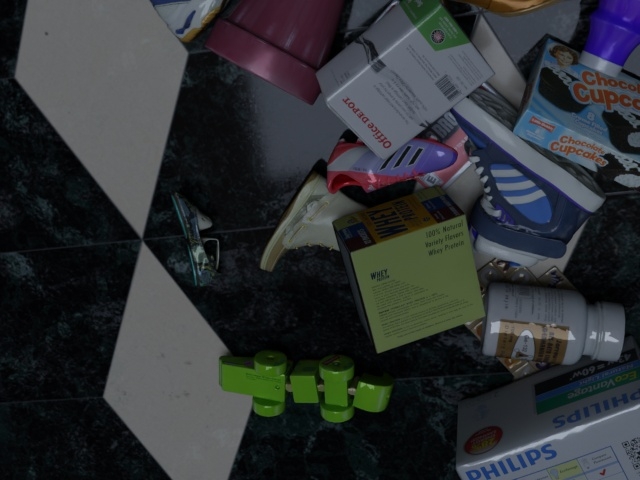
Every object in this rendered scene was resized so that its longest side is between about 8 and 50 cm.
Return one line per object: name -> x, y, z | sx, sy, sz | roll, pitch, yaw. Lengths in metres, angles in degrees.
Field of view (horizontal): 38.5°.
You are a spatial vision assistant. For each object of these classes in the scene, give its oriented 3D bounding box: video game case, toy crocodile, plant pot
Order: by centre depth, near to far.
plant pot -> -0.056, -0.340, 1.459 | 0.201, 0.201, 0.180 | 29, 97, -2
video game case -> 0.163, -0.235, 1.542 | 0.285, 0.025, 0.204 | 41, 112, -7
toy crocodile -> -0.031, 0.266, 1.743 | 0.341, 0.105, 0.115 | 3, 112, 14

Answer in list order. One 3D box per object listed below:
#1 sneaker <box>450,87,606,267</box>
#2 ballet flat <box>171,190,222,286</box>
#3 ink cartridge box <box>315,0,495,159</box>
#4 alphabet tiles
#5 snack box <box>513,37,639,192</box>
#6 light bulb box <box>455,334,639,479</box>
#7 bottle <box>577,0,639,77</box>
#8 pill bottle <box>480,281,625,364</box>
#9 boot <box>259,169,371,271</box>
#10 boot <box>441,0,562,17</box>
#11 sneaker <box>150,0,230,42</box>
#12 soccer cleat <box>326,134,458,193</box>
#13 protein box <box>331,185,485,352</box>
sneaker -> 0.281, -0.079, 1.511 | 0.323, 0.130, 0.236 | 34, 119, -16
ballet flat -> -0.223, -0.009, 1.687 | 0.070, 0.070, 0.188 | -7, 112, 12
ink cartridge box -> 0.125, -0.253, 1.391 | 0.219, 0.092, 0.160 | -37, 129, 15
alphabet tiles -> 0.372, 0.132, 1.661 | 0.198, 0.009, 0.237 | -41, 101, 22
snack box -> 0.470, -0.176, 1.423 | 0.322, 0.187, 0.060 | 25, 141, -1
light bulb box -> 0.477, 0.422, 1.637 | 0.358, 0.225, 0.361 | -25, 106, 18
bottle -> 0.476, -0.385, 1.365 | 0.092, 0.118, 0.282 | 22, 107, -1
pill bottle -> 0.399, 0.147, 1.585 | 0.229, 0.131, 0.131 | 6, 112, 7
boot -> 0.000, 0.000, 1.638 | 0.165, 0.077, 0.213 | 30, 113, -6
boot -> 0.257, -0.444, 1.401 | 0.295, 0.104, 0.211 | -13, 107, 16
sneaker -> -0.162, -0.454, 1.464 | 0.296, 0.112, 0.131 | -39, 100, 20
soccer cleat -> 0.114, -0.120, 1.512 | 0.248, 0.083, 0.095 | 4, 72, 39
protein box -> 0.149, 0.047, 1.552 | 0.200, 0.136, 0.201 | -19, 117, -5
